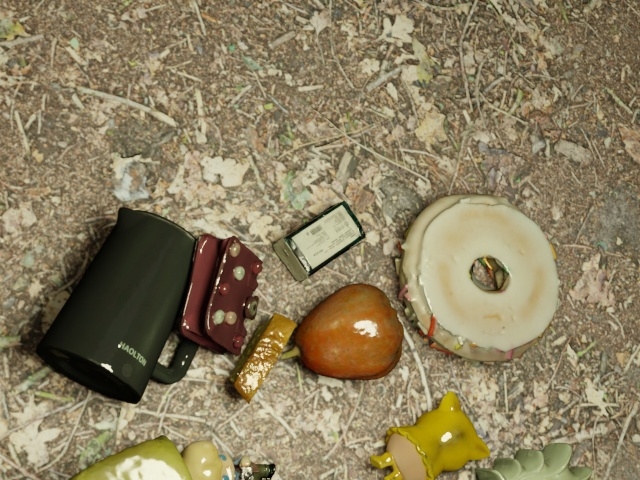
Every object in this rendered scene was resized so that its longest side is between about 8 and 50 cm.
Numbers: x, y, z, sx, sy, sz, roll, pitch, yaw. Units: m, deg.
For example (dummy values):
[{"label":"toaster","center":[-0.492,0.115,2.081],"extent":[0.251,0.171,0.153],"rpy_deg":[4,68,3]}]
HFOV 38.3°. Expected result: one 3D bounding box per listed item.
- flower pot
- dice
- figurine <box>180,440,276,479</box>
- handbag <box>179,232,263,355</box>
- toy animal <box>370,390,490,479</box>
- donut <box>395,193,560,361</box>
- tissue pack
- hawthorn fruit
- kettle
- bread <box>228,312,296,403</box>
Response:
[{"label":"flower pot","center":[0.456,0.610,1.868],"extent":[0.254,0.164,0.367],"rpy_deg":[-16,81,-19]},{"label":"dice","center":[-0.332,0.478,1.558],"extent":[0.233,0.238,0.227],"rpy_deg":[-20,81,-24]},{"label":"figurine","center":[-0.176,0.438,1.709],"extent":[0.196,0.108,0.114],"rpy_deg":[16,73,-23]},{"label":"handbag","center":[-0.179,0.105,1.745],"extent":[0.074,0.216,0.203],"rpy_deg":[7,74,20]},{"label":"toy animal","center":[0.212,0.416,1.844],"extent":[0.230,0.156,0.156],"rpy_deg":[-26,86,-22]},{"label":"donut","center":[0.333,0.085,1.982],"extent":[0.383,0.142,0.382],"rpy_deg":[6,73,-19]},{"label":"tissue pack","center":[0.001,0.000,1.907],"extent":[0.170,0.090,0.103],"rpy_deg":[-32,88,-24]},{"label":"hawthorn fruit","center":[0.039,0.195,1.822],"extent":[0.251,0.199,0.199],"rpy_deg":[-15,80,-8]},{"label":"kettle","center":[-0.326,0.129,1.687],"extent":[0.262,0.203,0.308],"rpy_deg":[29,64,-9]},{"label":"bread","center":[-0.118,0.229,1.788],"extent":[0.065,0.103,0.187],"rpy_deg":[33,68,-10]}]
